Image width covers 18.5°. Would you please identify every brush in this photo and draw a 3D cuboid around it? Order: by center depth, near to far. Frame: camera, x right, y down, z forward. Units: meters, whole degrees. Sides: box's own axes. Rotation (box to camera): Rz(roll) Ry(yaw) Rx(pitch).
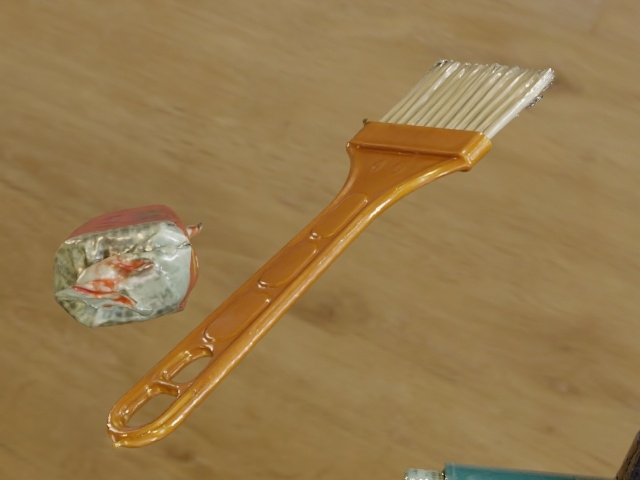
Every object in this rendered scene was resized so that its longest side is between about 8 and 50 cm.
[{"bbox_3d":[0.000,0.000,0.990,0.090,0.017,0.314,8,44,47],"label":"brush"}]

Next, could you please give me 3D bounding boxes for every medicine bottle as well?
[{"bbox_3d":[0.201,0.231,1.762,0.258,0.079,0.124,3,110,2],"label":"medicine bottle"}]

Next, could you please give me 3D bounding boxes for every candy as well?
[{"bbox_3d":[-0.116,0.013,1.212,0.086,0.292,0.059,-7,96,0],"label":"candy"}]
